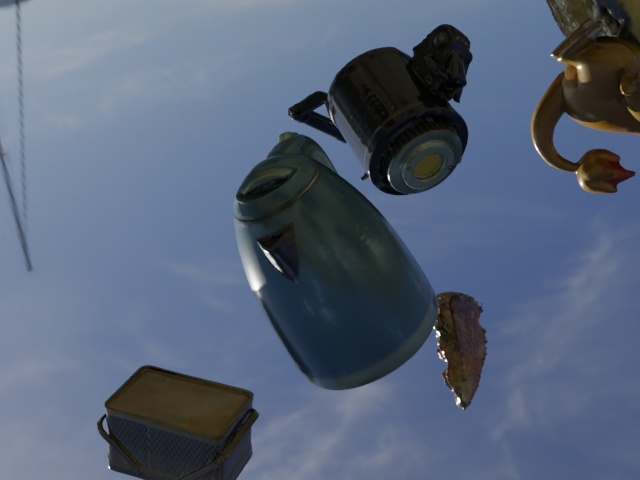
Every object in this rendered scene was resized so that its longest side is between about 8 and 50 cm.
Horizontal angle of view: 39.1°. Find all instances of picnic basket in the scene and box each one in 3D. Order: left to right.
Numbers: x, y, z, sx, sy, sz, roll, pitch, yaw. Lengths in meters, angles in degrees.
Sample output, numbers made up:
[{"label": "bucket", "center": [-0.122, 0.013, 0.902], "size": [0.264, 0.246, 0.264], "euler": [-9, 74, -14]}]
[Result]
[{"label": "picnic basket", "center": [-0.260, 0.349, 1.660], "size": [0.267, 0.139, 0.165], "euler": [11, -153, 16]}]

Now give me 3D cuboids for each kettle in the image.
[{"label": "kettle", "center": [0.000, 0.000, 1.379], "size": [0.247, 0.342, 0.319], "euler": [-21, -150, 20]}]

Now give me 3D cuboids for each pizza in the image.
[{"label": "pizza", "center": [0.269, 0.203, 1.761], "size": [0.069, 0.226, 0.147], "euler": [-7, -171, 36]}]

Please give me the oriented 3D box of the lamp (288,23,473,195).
[{"label": "lamp", "center": [0.137, -0.212, 1.693], "size": [0.374, 0.272, 0.205], "euler": [-31, 145, 35]}]

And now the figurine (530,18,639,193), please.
[{"label": "figurine", "center": [0.253, -0.089, 0.721], "size": [0.176, 0.122, 0.121], "euler": [29, -165, 3]}]

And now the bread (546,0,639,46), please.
[{"label": "bread", "center": [0.283, -0.291, 0.881], "size": [0.262, 0.204, 0.163], "euler": [-36, -167, -35]}]
